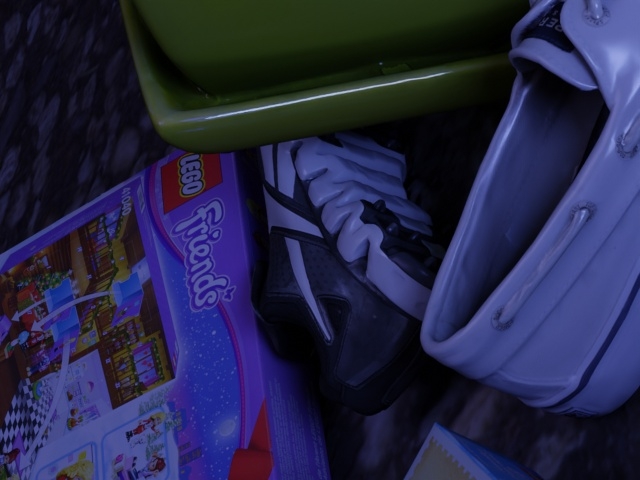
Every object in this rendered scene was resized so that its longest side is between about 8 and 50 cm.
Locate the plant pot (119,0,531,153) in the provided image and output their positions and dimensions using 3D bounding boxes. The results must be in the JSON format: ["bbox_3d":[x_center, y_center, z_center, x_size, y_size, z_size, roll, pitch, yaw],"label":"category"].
[{"bbox_3d":[0.000,-0.176,0.845,0.227,0.228,0.207,-109,10,-50],"label":"plant pot"}]

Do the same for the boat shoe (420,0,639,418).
[{"bbox_3d":[0.113,-0.066,0.735,0.267,0.088,0.096,-67,26,9],"label":"boat shoe"}]

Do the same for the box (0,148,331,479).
[{"bbox_3d":[-0.099,0.095,0.986,0.201,0.057,0.293,-29,43,20],"label":"box"}]

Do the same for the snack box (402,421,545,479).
[{"bbox_3d":[0.066,0.199,0.597,0.187,0.060,0.322,-60,23,5],"label":"snack box"}]

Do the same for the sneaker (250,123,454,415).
[{"bbox_3d":[0.000,0.000,0.919,0.106,0.078,0.234,-59,31,18],"label":"sneaker"}]
